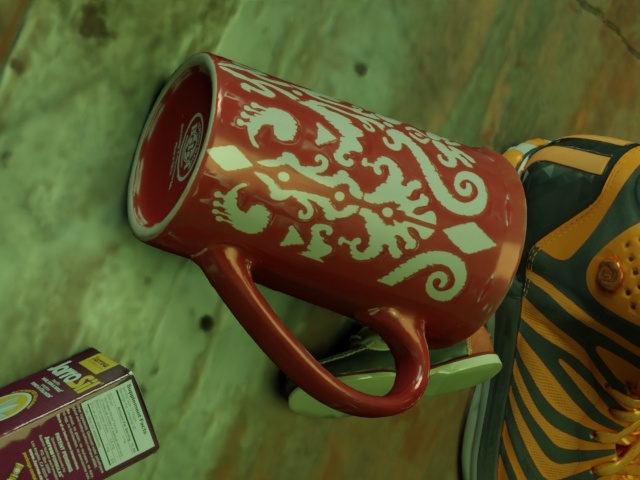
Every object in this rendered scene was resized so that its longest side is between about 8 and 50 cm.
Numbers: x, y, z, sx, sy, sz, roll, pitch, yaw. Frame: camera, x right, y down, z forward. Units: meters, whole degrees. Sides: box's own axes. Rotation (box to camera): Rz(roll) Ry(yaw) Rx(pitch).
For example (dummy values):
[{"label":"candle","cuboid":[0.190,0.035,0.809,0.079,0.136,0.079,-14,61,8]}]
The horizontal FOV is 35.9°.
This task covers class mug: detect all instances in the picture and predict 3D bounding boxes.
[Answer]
[{"label":"mug","cuboid":[0.005,-0.008,0.473,0.169,0.150,0.113,20,124,-29]}]

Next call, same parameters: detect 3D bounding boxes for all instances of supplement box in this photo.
[{"label":"supplement box","cuboid":[-0.125,0.089,0.449,0.083,0.055,0.043,-24,109,-29]}]

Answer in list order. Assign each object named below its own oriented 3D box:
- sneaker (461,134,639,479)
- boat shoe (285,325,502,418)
[{"label":"sneaker","cuboid":[0.180,0.101,0.572,0.125,0.180,0.321,-17,105,-30]},{"label":"boat shoe","cuboid":[0.039,0.068,0.561,0.137,0.049,0.043,-7,60,-26]}]
